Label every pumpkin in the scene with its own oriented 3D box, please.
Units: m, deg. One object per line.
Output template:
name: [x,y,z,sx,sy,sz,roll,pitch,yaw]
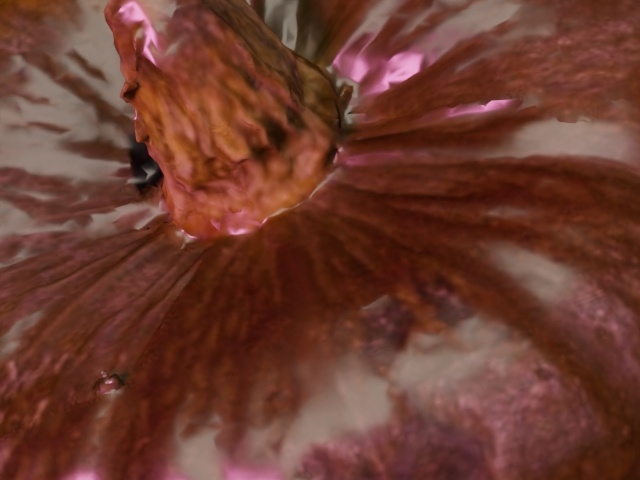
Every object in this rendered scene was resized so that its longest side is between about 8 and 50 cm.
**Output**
pumpkin: [0.000,0.000,0.404,0.219,0.162,0.219,-9,53,13]
